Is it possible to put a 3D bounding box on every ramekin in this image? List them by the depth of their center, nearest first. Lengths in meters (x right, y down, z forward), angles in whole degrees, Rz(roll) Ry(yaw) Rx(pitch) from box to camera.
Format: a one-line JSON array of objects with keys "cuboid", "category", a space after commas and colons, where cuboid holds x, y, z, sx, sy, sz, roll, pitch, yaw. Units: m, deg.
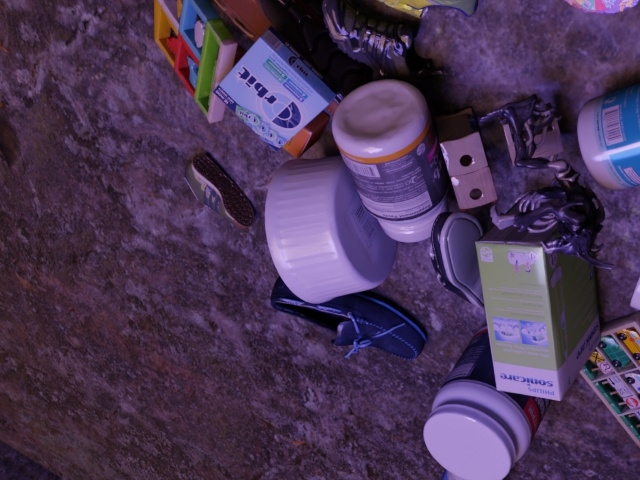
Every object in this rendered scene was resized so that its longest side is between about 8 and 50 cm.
[{"cuboid": [0.031, -0.027, 1.613, 0.135, 0.277, 0.277, -10, 116, 33], "category": "ramekin"}]

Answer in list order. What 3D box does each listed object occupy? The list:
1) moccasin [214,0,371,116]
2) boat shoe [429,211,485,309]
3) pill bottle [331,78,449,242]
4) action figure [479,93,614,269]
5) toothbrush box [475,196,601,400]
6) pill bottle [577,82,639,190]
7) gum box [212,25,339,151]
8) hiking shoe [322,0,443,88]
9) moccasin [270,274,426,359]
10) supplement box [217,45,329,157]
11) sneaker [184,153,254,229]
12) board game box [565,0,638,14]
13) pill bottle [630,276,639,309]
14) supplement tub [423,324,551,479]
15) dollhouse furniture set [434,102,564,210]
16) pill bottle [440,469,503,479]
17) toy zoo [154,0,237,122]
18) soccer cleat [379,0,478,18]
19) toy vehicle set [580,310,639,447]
[{"cuboid": [-0.058, -0.348, 1.522, 0.380, 0.139, 0.147, 43, 143, -3], "category": "moccasin"}, {"cuboid": [0.240, 0.033, 1.548, 0.091, 0.114, 0.302, 25, 161, 34], "category": "boat shoe"}, {"cuboid": [0.131, -0.128, 1.489, 0.162, 0.162, 0.278, 13, 151, 29], "category": "pill bottle"}, {"cuboid": [0.333, -0.069, 1.295, 0.141, 0.164, 0.275, -25, 82, 29], "category": "action figure"}, {"cuboid": [0.373, 0.091, 1.465, 0.122, 0.206, 0.283, 3, 116, 37], "category": "toothbrush box"}, {"cuboid": [0.513, -0.167, 1.230, 0.264, 0.146, 0.146, -15, 113, 43], "category": "pill bottle"}, {"cuboid": [-0.080, -0.254, 1.484, 0.157, 0.041, 0.184, 43, 143, -11], "category": "gum box"}, {"cuboid": [0.103, -0.342, 1.448, 0.114, 0.086, 0.227, -31, 117, 36], "category": "hiking shoe"}, {"cuboid": [0.050, 0.179, 1.839, 0.342, 0.117, 0.137, 24, 143, 8], "category": "moccasin"}, {"cuboid": [-0.102, -0.265, 1.661, 0.233, 0.078, 0.080, 37, 137, 7], "category": "supplement box"}, {"cuboid": [-0.226, -0.097, 1.900, 0.192, 0.064, 0.086, 51, 144, -7], "category": "sneaker"}, {"cuboid": [0.395, -0.394, 1.225, 0.133, 0.033, 0.168, 25, 134, 19], "category": "board game box"}, {"cuboid": [0.619, 0.098, 1.368, 0.229, 0.131, 0.131, 22, 133, 22], "category": "pill bottle"}, {"cuboid": [0.326, 0.300, 1.638, 0.191, 0.272, 0.191, 20, 132, 23], "category": "supplement tub"}, {"cuboid": [0.299, -0.153, 1.445, 0.184, 0.129, 0.129, -16, 116, 11], "category": "dollhouse furniture set"}, {"cuboid": [0.341, 0.486, 1.881, 0.124, 0.124, 0.221, 27, 134, 17], "category": "pill bottle"}, {"cuboid": [-0.249, -0.388, 1.629, 0.293, 0.030, 0.192, 55, 148, 26], "category": "toy zoo"}, {"cuboid": [0.117, -0.404, 1.383, 0.289, 0.093, 0.121, 12, 139, 31], "category": "soccer cleat"}, {"cuboid": [0.586, 0.262, 1.589, 0.267, 0.035, 0.166, 50, 137, -7], "category": "toy vehicle set"}]
